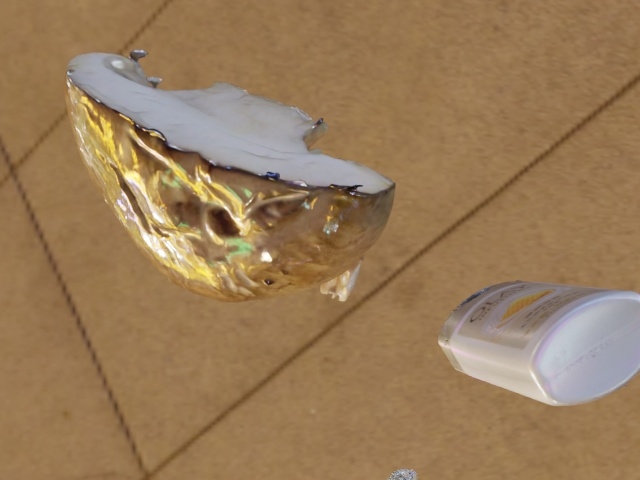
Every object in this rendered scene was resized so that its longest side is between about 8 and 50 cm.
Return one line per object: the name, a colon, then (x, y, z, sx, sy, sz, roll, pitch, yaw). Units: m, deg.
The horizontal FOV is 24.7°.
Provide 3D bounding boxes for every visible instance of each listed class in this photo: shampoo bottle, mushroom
shampoo bottle: (0.142, 0.062, 0.953, 0.086, 0.227, 0.056, -30, 95, -7)
mushroom: (-0.088, -0.036, 1.138, 0.286, 0.156, 0.151, 25, 118, 18)

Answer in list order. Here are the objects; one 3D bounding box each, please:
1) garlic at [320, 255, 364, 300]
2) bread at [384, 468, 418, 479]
garlic: (-0.004, -0.012, 1.540, 0.124, 0.099, 0.174, -69, 20, 0)
bread: (0.062, 0.252, 1.326, 0.035, 0.083, 0.070, 22, 145, 20)
